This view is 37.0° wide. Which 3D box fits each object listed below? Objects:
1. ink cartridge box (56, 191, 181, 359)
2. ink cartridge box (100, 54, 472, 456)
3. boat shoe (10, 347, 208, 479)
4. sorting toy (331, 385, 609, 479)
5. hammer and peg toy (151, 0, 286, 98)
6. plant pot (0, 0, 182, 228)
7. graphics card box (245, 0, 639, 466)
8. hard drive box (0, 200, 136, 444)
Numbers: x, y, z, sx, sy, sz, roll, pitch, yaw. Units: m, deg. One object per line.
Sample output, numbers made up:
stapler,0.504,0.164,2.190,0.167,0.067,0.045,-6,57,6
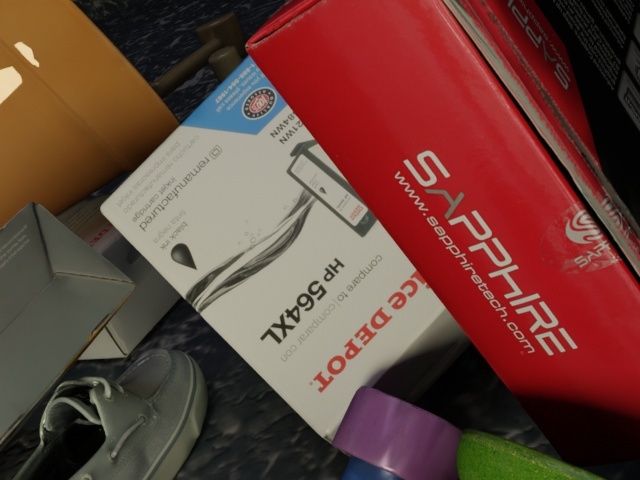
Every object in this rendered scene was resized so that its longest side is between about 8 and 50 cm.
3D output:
ink cartridge box,-0.227,0.032,0.882,0.212,0.093,0.154,-10,29,36
ink cartridge box,-0.006,0.004,0.570,0.203,0.086,0.148,41,84,25
boat shoe,-0.141,0.130,0.611,0.079,0.081,0.227,-14,27,25
sorting toy,0.104,0.154,0.343,0.365,0.127,0.126,9,71,56
hammer and peg toy,-0.022,-0.214,1.143,0.361,0.127,0.266,-7,32,36
plant pot,-0.293,-0.127,0.854,0.203,0.291,0.291,-47,27,-6
graphics card box,0.129,-0.103,0.479,0.094,0.233,0.371,-25,23,38
hard drive box,-0.243,0.110,0.621,0.232,0.089,0.181,-44,8,42
